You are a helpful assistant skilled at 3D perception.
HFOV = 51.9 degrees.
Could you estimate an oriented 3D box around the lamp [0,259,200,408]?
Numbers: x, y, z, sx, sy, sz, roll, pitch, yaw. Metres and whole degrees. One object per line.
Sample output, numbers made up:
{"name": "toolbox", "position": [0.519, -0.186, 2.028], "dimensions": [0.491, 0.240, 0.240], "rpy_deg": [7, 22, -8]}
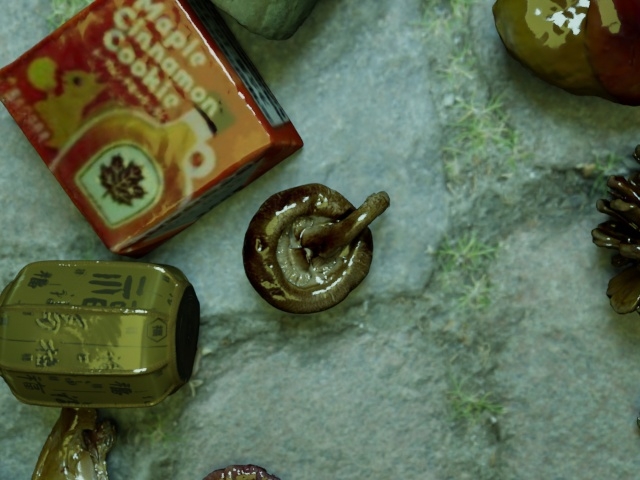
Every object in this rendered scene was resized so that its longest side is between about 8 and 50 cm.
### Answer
{"name": "lamp", "position": [-0.226, 0.094, 0.681], "dimensions": [0.185, 0.161, 0.161], "rpy_deg": [0, 99, 3]}

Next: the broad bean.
{"name": "broad bean", "position": [0.279, -0.210, 0.615], "dimensions": [0.228, 0.122, 0.156], "rpy_deg": [11, 115, -10]}

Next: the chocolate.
{"name": "chocolate", "position": [-0.177, -0.131, 0.670], "dimensions": [0.235, 0.108, 0.237], "rpy_deg": [-33, 94, 6]}

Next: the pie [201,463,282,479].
{"name": "pie", "position": [-0.092, 0.336, 0.774], "dimensions": [0.154, 0.036, 0.154], "rpy_deg": [0, 98, 3]}

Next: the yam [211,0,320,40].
{"name": "yam", "position": [-0.006, -0.339, 0.597], "dimensions": [0.168, 0.168, 0.304], "rpy_deg": [40, 100, -3]}

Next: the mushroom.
{"name": "mushroom", "position": [0.000, -0.001, 0.694], "dimensions": [0.170, 0.080, 0.135], "rpy_deg": [-31, 108, 7]}

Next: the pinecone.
{"name": "pinecone", "position": [0.357, -0.013, 0.632], "dimensions": [0.179, 0.150, 0.195], "rpy_deg": [-4, 90, 21]}

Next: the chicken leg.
{"name": "chicken leg", "position": [-0.276, 0.241, 0.745], "dimensions": [0.085, 0.101, 0.207], "rpy_deg": [8, 91, -29]}

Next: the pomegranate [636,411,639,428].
{"name": "pomegranate", "position": [0.436, 0.223, 0.673], "dimensions": [0.209, 0.180, 0.180], "rpy_deg": [30, 102, 35]}
